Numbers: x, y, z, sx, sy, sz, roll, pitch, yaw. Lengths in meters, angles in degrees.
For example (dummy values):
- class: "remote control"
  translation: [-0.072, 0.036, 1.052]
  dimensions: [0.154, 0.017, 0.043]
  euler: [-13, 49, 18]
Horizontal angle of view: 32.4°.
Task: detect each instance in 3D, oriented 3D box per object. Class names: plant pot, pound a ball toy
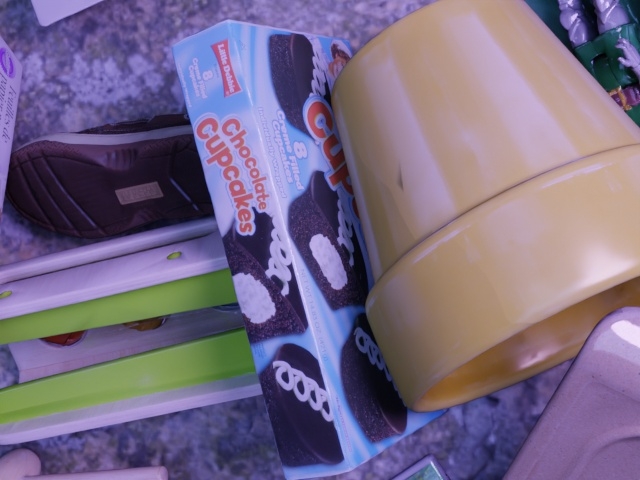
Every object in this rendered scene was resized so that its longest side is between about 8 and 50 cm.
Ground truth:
- class: "plant pot"
  translation: [0.126, -0.036, 0.794]
  dimensions: [0.254, 0.254, 0.239]
  euler: [-30, 72, 12]
- class: "pound a ball toy"
  translation: [-0.168, 0.102, 0.932]
  dimensions: [0.319, 0.136, 0.208]
  euler: [-13, 113, 13]

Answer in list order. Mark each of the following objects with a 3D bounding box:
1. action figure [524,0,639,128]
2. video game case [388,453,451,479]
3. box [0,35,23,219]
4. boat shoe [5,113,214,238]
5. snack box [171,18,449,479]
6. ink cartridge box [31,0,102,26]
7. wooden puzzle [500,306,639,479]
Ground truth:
- class: "action figure"
  translation: [0.224, -0.135, 0.837]
  dimensions: [0.063, 0.137, 0.232]
  euler: [-26, 91, -28]
- class: "video game case"
  translation: [0.061, 0.315, 0.918]
  dimensions: [0.212, 0.023, 0.193]
  euler: [-36, 83, 11]
- class: "box"
  translation: [-0.298, -0.040, 0.888]
  dimensions: [0.067, 0.063, 0.324]
  euler: [-13, 52, 13]
- class: "boat shoe"
  translation: [-0.154, -0.060, 0.936]
  dimensions: [0.257, 0.095, 0.095]
  euler: [1, 119, 31]
- class: "snack box"
  translation: [0.000, 0.000, 0.842]
  dimensions: [0.060, 0.187, 0.322]
  euler: [-17, 87, 28]
- class: "ink cartridge box"
  translation: [-0.217, -0.280, 0.955]
  dimensions: [0.104, 0.060, 0.180]
  euler: [-21, 86, 12]
- class: "wooden puzzle"
  translation: [0.277, 0.239, 0.790]
  dimensions: [0.322, 0.080, 0.348]
  euler: [26, 121, 7]
